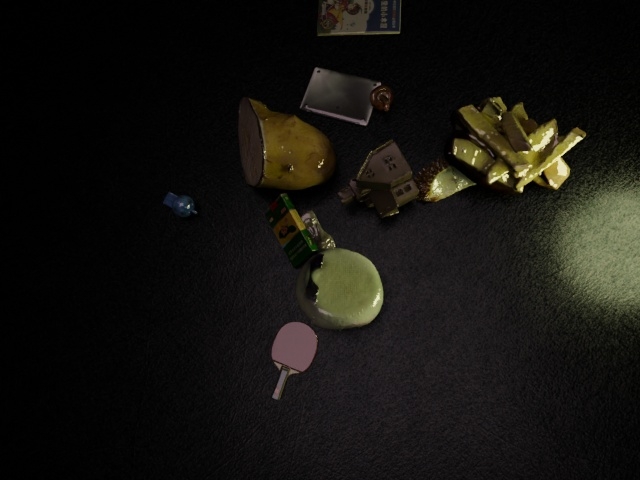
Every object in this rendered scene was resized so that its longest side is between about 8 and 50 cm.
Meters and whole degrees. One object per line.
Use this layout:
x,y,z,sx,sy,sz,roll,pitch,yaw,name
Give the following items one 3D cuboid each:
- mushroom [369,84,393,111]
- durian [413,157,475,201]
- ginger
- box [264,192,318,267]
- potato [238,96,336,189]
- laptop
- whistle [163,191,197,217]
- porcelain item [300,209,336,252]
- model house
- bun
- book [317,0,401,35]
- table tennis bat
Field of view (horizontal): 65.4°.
0.221,-0.505,1.811,0.088,0.073,0.129,23,46,-25,mushroom
0.435,-0.217,1.715,0.252,0.144,0.139,-27,98,-3,durian
0.628,-0.342,1.607,0.414,0.211,0.357,10,74,-17,ginger
-0.106,-0.034,1.751,0.132,0.034,0.235,-44,71,43,box
-0.119,-0.330,1.786,0.296,0.289,0.397,-3,35,-20,potato
0.076,-0.543,1.875,0.269,0.015,0.187,17,81,11,laptop
-0.523,-0.134,1.847,0.158,0.090,0.090,26,84,12,whistle
0.000,0.000,1.757,0.081,0.069,0.215,-37,81,-5,porcelain item
0.182,-0.173,1.683,0.244,0.211,0.204,-27,74,0,model house
0.057,0.178,1.651,0.294,0.187,0.292,5,59,-8,bun
0.150,-0.903,1.936,0.323,0.018,0.228,1,79,9,book
-0.107,0.412,1.708,0.154,0.021,0.274,19,80,12,table tennis bat
